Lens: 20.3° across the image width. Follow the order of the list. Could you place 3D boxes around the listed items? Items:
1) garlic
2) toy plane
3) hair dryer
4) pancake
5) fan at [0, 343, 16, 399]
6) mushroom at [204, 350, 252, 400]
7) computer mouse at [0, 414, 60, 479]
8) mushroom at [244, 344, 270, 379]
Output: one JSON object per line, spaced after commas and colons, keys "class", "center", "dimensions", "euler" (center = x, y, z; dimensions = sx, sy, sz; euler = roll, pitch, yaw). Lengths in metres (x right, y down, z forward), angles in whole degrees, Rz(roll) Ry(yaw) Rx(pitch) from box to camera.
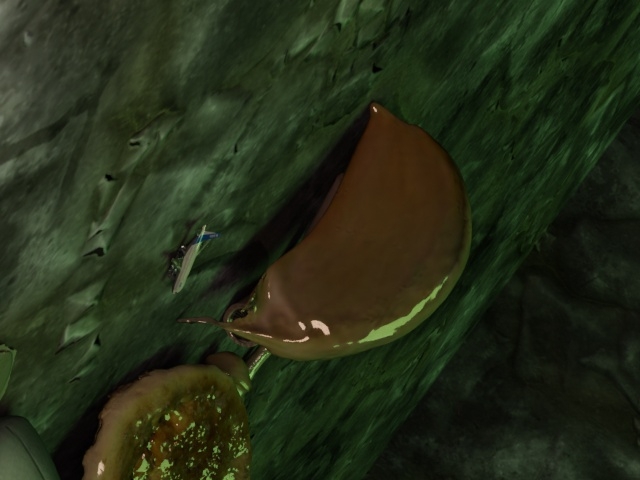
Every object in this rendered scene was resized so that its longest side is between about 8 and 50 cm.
{"class": "garlic", "center": [0.022, 0.030, 1.880], "dimensions": [0.338, 0.196, 0.151], "euler": [-49, -168, -18]}
{"class": "toy plane", "center": [-0.121, 0.015, 1.644], "dimensions": [0.084, 0.024, 0.078], "euler": [-53, 170, 31]}
{"class": "hair dryer", "center": [-0.004, 0.001, 1.961], "dimensions": [0.195, 0.054, 0.220], "euler": [-33, 156, -56]}
{"class": "pancake", "center": [-0.153, 0.249, 1.832], "dimensions": [0.282, 0.049, 0.282], "euler": [-26, 120, -56]}
{"class": "fan", "center": [-0.296, 0.125, 1.338], "dimensions": [0.182, 0.010, 0.310], "euler": [-48, 168, -19]}
{"class": "mushroom", "center": [-0.164, 0.239, 1.954], "dimensions": [0.270, 0.103, 0.118], "euler": [-54, 163, -32]}
{"class": "computer mouse", "center": [-0.300, 0.294, 1.562], "dimensions": [0.188, 0.122, 0.371], "euler": [-43, 168, -36]}
{"class": "mushroom", "center": [-0.078, 0.141, 2.125], "dimensions": [0.306, 0.043, 0.068], "euler": [-51, 150, -3]}
